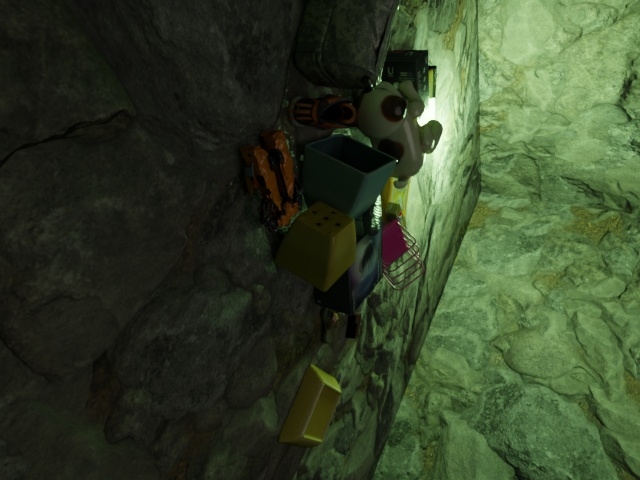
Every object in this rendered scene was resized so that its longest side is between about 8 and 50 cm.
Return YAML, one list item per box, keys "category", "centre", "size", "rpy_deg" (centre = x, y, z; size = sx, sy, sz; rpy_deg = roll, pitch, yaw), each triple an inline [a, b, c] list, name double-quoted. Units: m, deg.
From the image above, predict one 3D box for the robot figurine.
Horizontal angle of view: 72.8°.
- category: "robot figurine"
  centre: [-0.140, -0.168, 1.295]
  size: [0.211, 0.085, 0.291]
  rpy_deg: [-48, 139, -40]

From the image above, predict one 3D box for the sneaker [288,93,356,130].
- category: "sneaker"
  centre: [0.052, -0.414, 1.427]
  size: [0.321, 0.180, 0.125]
  rpy_deg: [-30, 127, -52]

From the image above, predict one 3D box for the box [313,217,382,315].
- category: "box"
  centre: [0.115, 0.088, 1.751]
  size: [0.294, 0.182, 0.296]
  rpy_deg: [-41, 135, -44]

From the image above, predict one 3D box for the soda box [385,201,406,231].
- category: "soda box"
  centre: [0.372, -0.110, 2.137]
  size: [0.061, 0.058, 0.181]
  rpy_deg: [-63, 148, -22]

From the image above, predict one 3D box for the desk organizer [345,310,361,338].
- category: "desk organizer"
  centre: [0.158, 0.410, 2.094]
  size: [0.050, 0.047, 0.130]
  rpy_deg: [-5, 106, -57]

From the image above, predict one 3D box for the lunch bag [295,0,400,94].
- category: "lunch bag"
  centre: [0.092, -0.622, 1.332]
  size: [0.212, 0.255, 0.305]
  rpy_deg: [22, 83, -60]

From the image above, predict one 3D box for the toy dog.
- category: "toy dog"
  centre: [0.262, -0.442, 1.711]
  size: [0.408, 0.284, 0.396]
  rpy_deg: [38, 67, -51]

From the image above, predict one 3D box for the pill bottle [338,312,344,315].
- category: "pill bottle"
  centre: [0.112, 0.300, 1.971]
  size: [0.083, 0.043, 0.043]
  rpy_deg: [-58, 146, -29]

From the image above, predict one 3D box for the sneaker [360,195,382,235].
- category: "sneaker"
  centre: [0.161, -0.162, 1.690]
  size: [0.112, 0.131, 0.319]
  rpy_deg: [31, 54, -55]

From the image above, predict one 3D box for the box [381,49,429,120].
- category: "box"
  centre: [0.373, -0.672, 1.892]
  size: [0.143, 0.165, 0.270]
  rpy_deg: [-50, 142, -37]

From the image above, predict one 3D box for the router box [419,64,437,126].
- category: "router box"
  centre: [0.508, -0.704, 2.199]
  size: [0.243, 0.081, 0.309]
  rpy_deg: [-43, 137, -45]

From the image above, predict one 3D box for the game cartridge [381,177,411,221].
- category: "game cartridge"
  centre: [0.389, -0.265, 2.208]
  size: [0.285, 0.052, 0.324]
  rpy_deg: [-15, 116, -58]

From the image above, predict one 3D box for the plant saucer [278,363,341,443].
- category: "plant saucer"
  centre: [-0.020, 0.742, 1.892]
  size: [0.333, 0.080, 0.333]
  rpy_deg: [-65, 149, -18]

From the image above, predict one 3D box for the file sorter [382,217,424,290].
- category: "file sorter"
  centre: [0.374, 0.082, 2.119]
  size: [0.202, 0.182, 0.291]
  rpy_deg: [-37, 142, -4]

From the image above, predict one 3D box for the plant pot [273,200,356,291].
- category: "plant pot"
  centre: [0.000, 0.000, 1.428]
  size: [0.212, 0.212, 0.187]
  rpy_deg: [-40, 153, -46]

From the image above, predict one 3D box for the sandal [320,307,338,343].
- category: "sandal"
  centre: [0.045, 0.350, 1.857]
  size: [0.090, 0.060, 0.220]
  rpy_deg: [-26, 124, -54]

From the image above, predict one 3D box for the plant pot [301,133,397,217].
- category: "plant pot"
  centre: [0.081, -0.195, 1.521]
  size: [0.248, 0.247, 0.252]
  rpy_deg: [-33, 146, -51]
